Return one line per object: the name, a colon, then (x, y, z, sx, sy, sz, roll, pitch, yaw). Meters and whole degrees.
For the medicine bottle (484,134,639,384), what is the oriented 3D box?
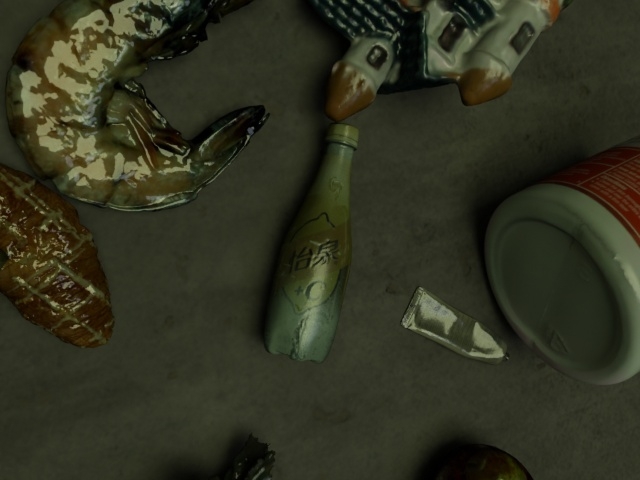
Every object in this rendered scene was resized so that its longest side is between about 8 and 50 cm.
medicine bottle: (0.371, 0.019, 0.890, 0.240, 0.252, 0.253, -24, 104, -21)

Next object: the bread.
bread: (-0.269, 0.012, 0.685, 0.105, 0.076, 0.233, -38, 110, -16)

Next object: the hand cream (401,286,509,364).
hand cream: (0.181, 0.119, 0.935, 0.165, 0.037, 0.057, 28, 82, -17)

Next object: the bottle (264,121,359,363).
bottle: (0.000, 0.000, 0.806, 0.083, 0.083, 0.270, 15, 86, -26)

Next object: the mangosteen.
mangosteen: (0.218, 0.327, 0.880, 0.145, 0.181, 0.156, -18, 79, -36)

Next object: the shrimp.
shrimp: (-0.139, -0.176, 0.739, 0.364, 0.071, 0.233, -37, 113, -16)

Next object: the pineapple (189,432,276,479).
pineapple: (-0.180, 0.341, 0.720, 0.361, 0.175, 0.175, -25, 104, -37)

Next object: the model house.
model house: (0.111, -0.253, 0.782, 0.271, 0.190, 0.301, 37, 79, -25)

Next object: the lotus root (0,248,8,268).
lotus root: (-0.381, 0.078, 0.587, 0.119, 0.138, 0.235, 40, 88, -18)
